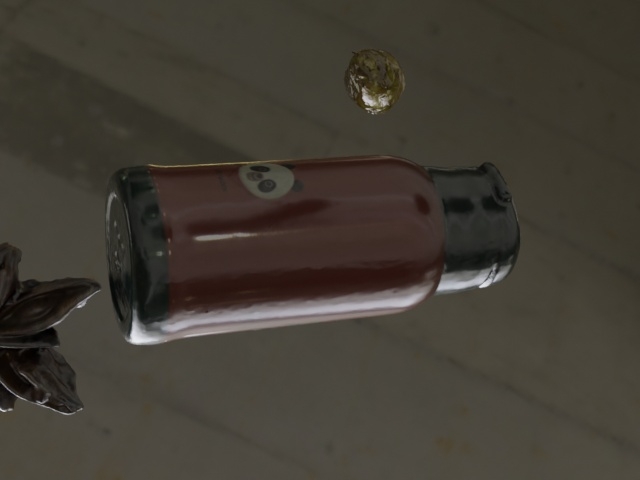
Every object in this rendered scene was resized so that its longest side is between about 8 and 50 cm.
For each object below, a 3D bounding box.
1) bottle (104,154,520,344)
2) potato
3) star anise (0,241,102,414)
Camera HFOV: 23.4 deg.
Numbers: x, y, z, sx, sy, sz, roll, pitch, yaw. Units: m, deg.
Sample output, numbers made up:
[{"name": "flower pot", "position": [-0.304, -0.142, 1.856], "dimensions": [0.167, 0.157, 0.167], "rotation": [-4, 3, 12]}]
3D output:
[{"name": "bottle", "position": [0.000, 0.000, 1.262], "dimensions": [0.336, 0.144, 0.144], "rotation": [-5, -134, -15]}, {"name": "potato", "position": [0.039, -0.114, 1.110], "dimensions": [0.045, 0.046, 0.092], "rotation": [18, -174, 1]}, {"name": "star anise", "position": [-0.293, 0.085, 1.328], "dimensions": [0.209, 0.231, 0.089], "rotation": [43, -150, -6]}]
